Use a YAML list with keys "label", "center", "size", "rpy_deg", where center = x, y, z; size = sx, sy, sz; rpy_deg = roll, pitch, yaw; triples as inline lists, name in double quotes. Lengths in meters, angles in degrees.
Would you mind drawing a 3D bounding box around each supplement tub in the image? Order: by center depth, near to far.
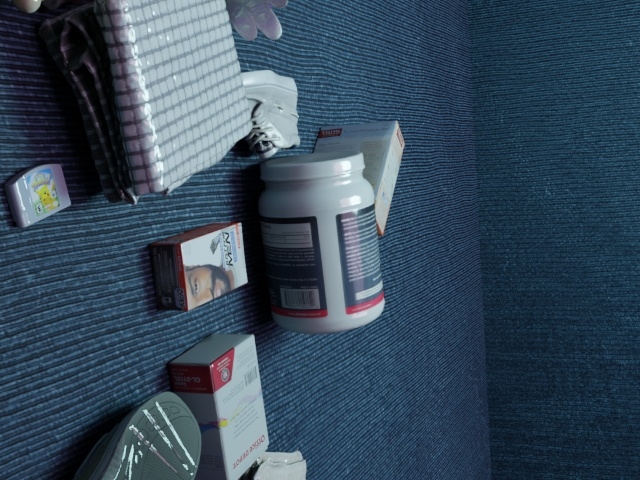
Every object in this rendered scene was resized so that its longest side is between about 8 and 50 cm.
- label: "supplement tub"
  center: [0.000, 0.000, 1.401]
  size: [0.191, 0.191, 0.272]
  rpy_deg: [-30, 116, -64]

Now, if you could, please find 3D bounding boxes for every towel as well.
- label: "towel"
  center: [-0.201, -0.194, 1.053]
  size: [0.284, 0.121, 0.235]
  rpy_deg: [-51, 136, -58]
- label: "towel"
  center: [-0.081, 0.477, 1.365]
  size: [0.187, 0.049, 0.282]
  rpy_deg: [28, 63, -63]

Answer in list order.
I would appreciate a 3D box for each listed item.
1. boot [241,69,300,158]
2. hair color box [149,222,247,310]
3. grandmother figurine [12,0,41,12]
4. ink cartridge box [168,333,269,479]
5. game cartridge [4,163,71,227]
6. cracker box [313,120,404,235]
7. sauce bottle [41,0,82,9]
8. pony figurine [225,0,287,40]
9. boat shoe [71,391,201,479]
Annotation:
- label: "boot"
  center: [-0.092, -0.188, 1.318]
  size: [0.258, 0.095, 0.124]
  rpy_deg: [-17, 97, -67]
- label: "hair color box"
  center: [-0.165, 0.033, 1.194]
  size: [0.167, 0.053, 0.093]
  rpy_deg: [-26, 113, -63]
- label: "grandmother figurine"
  center: [-0.305, -0.331, 0.841]
  size: [0.342, 0.104, 0.208]
  rpy_deg: [-43, 132, -57]
- label: "ink cartridge box"
  center: [-0.140, 0.234, 1.211]
  size: [0.127, 0.072, 0.175]
  rpy_deg: [-31, 116, -64]
- label: "game cartridge"
  center: [-0.304, -0.052, 0.927]
  size: [0.083, 0.017, 0.056]
  rpy_deg: [-44, 124, -60]
- label: "cracker box"
  center: [0.056, -0.113, 1.581]
  size: [0.067, 0.155, 0.232]
  rpy_deg: [62, 35, -46]
- label: "sauce bottle"
  center: [-0.273, -0.295, 0.982]
  size: [0.128, 0.042, 0.042]
  rpy_deg: [-60, 141, -50]
- label: "pony figurine"
  center: [-0.043, -0.470, 1.225]
  size: [0.351, 0.302, 0.364]
  rpy_deg: [-123, -157, -49]
- label: "boat shoe"
  center: [-0.237, 0.289, 0.980]
  size: [0.118, 0.103, 0.320]
  rpy_deg: [58, 27, -17]
